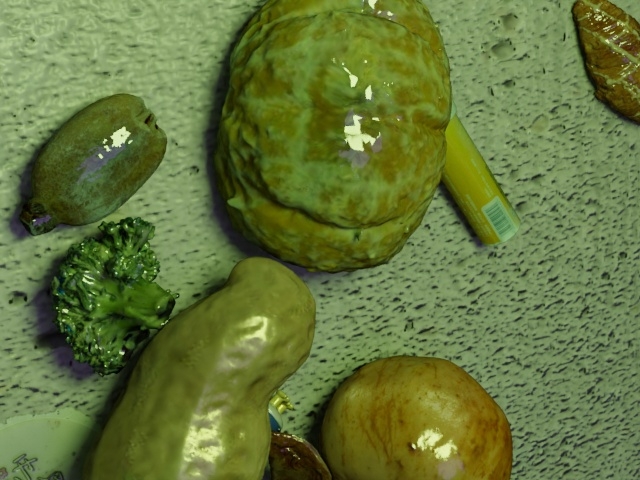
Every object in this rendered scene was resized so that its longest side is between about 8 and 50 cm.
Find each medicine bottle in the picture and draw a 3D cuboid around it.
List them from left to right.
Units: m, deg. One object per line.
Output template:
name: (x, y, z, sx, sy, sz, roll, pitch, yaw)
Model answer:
medicine bottle: (0.186, -0.091, 1.494, 0.074, 0.074, 0.218, -42, 117, -13)

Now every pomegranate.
pomegranate: (0.119, 0.263, 1.441, 0.248, 0.248, 0.248, -5, 102, -25)

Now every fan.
fan: (-0.296, 0.390, 1.387, 0.233, 0.012, 0.414, -32, 110, -17)

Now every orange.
orange: (0.018, -0.141, 1.317, 0.271, 0.210, 0.368, 9, 95, -3)

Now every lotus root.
lotus root: (-0.257, -0.079, 1.273, 0.192, 0.088, 0.113, -44, 122, -12)

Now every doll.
doll: (-0.092, 0.245, 1.427, 0.143, 0.058, 0.099, -44, 147, -20)

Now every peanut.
peanut: (-0.136, 0.198, 1.321, 0.192, 0.169, 0.387, 29, 89, 10)

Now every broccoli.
broccoli: (-0.221, 0.065, 1.280, 0.167, 0.160, 0.154, -53, 140, -22)

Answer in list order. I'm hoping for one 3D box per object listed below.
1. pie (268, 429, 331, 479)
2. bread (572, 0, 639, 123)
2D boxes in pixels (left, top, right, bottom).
pie: (-0.026, 0.306, 1.438, 0.033, 0.088, 0.191, -56, 154, -45)
bread: (0.425, -0.240, 1.579, 0.105, 0.076, 0.233, -46, 114, -13)
